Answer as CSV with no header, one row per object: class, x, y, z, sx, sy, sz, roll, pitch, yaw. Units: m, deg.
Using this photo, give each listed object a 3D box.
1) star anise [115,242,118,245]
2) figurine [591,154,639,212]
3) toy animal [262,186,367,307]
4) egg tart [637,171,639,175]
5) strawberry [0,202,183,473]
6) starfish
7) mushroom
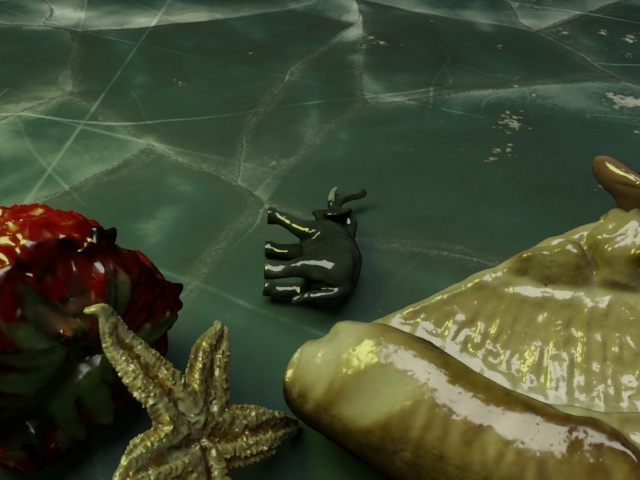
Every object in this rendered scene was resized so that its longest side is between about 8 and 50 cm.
star anise,-0.321,0.034,0.778,0.129,0.056,0.124,-27,47,-30
figurine,0.473,0.042,0.615,0.193,0.421,0.154,-41,6,4
toy animal,-0.009,-0.003,0.814,0.137,0.082,0.269,7,36,2
egg tart,0.500,-0.023,0.766,0.215,0.215,0.171,-9,26,-12
strawberry,-0.284,0.081,0.574,0.257,0.261,0.261,26,45,31
starfish,-0.088,0.171,0.525,0.048,0.295,0.231,-29,-2,26
mushroom,0.178,0.167,0.548,0.397,0.224,0.314,-16,60,-2
